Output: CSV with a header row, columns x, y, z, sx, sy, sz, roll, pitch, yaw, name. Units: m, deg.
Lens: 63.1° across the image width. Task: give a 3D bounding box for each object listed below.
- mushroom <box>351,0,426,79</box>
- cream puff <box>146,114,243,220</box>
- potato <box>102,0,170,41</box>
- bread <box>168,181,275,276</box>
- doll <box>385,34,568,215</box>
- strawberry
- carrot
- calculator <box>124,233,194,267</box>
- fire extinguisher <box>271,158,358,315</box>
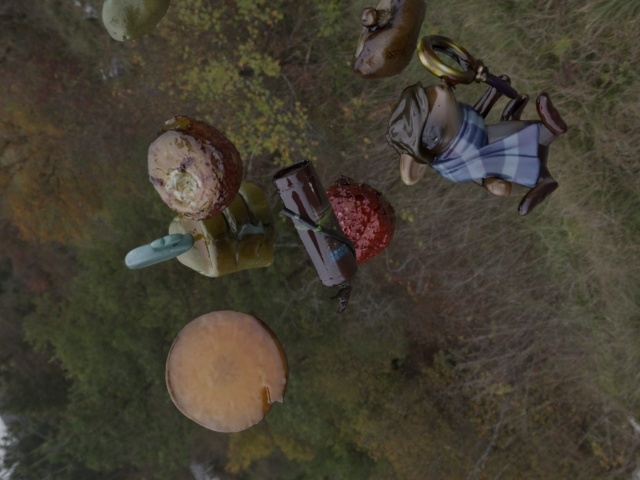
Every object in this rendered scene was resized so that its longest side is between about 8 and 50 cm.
x,y,z,sx,sy,sz,roll,pitch,yaw,name
0.161,-0.468,1.189,0.138,0.231,0.194,27,-177,5,mushroom
-0.284,-0.169,1.194,0.240,0.164,0.240,19,131,22,cream puff
-0.454,-0.576,1.262,0.157,0.194,0.157,21,165,6,potato
-0.305,-0.035,1.669,0.210,0.341,0.301,0,95,50,bread
0.305,-0.222,1.030,0.209,0.339,0.318,113,167,-69,doll
0.092,-0.028,1.539,0.250,0.288,0.238,28,-173,-18,strawberry
-0.154,0.225,0.929,0.196,0.196,0.254,57,170,6,carrot
-0.442,0.032,1.433,0.295,0.184,0.042,-26,83,62,calculator
0.000,0.000,1.146,0.105,0.141,0.341,-4,119,45,fire extinguisher
